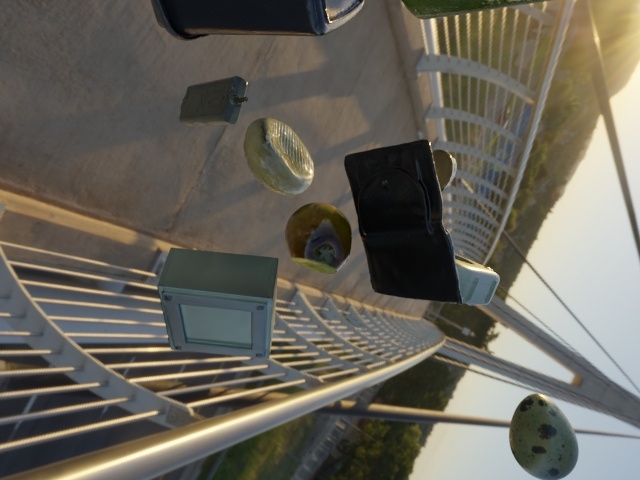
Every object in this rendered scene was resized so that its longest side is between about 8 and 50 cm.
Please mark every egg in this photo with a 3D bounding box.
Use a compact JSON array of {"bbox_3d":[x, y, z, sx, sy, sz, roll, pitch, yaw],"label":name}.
[{"bbox_3d":[0.625,0.552,1.274,0.177,0.176,0.228,27,61,-68],"label":"egg"}]

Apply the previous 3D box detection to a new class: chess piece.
[{"bbox_3d":[0.406,-0.229,1.536,0.307,0.124,0.139,-20,101,-66],"label":"chess piece"}]

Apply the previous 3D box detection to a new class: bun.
[{"bbox_3d":[-0.122,-0.212,1.197,0.127,0.222,0.222,-33,174,30],"label":"bun"}]

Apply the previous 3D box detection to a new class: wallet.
[{"bbox_3d":[0.160,-0.032,0.921,0.041,0.247,0.323,-22,103,-34],"label":"wallet"}]

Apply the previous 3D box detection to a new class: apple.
[{"bbox_3d":[-0.006,-0.001,0.997,0.147,0.146,0.163,-134,-129,-72],"label":"apple"}]

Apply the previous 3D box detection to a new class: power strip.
[{"bbox_3d":[-0.220,-0.285,0.934,0.034,0.267,0.092,15,90,-41],"label":"power strip"}]

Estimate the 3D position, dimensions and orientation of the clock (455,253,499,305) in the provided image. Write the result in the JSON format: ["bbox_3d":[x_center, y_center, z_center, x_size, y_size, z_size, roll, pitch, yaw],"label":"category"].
[{"bbox_3d":[0.329,0.077,1.309,0.265,0.324,0.109,10,102,-46],"label":"clock"}]

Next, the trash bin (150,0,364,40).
[{"bbox_3d":[-0.099,-0.355,0.541,0.182,0.290,0.210,-51,147,-42],"label":"trash bin"}]

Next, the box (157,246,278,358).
[{"bbox_3d":[-0.212,0.142,0.968,0.225,0.224,0.118,99,-4,-45],"label":"box"}]

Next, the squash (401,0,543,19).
[{"bbox_3d":[0.366,-0.585,0.863,0.263,0.384,0.263,-17,114,-44],"label":"squash"}]
